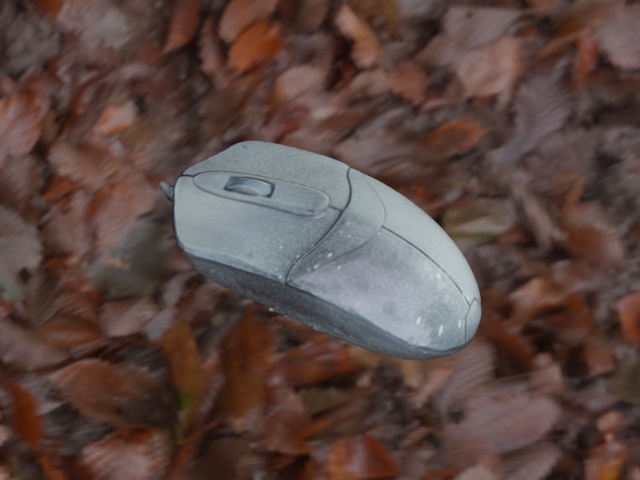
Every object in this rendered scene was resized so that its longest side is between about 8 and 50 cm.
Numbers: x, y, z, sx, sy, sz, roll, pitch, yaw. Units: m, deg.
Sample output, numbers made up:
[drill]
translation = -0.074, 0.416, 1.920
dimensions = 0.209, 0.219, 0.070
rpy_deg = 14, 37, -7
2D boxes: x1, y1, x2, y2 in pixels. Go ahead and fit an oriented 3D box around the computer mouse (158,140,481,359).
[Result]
[computer mouse]
translation = 0.003, -0.003, 1.216
dimensions = 0.229, 0.068, 0.113
rpy_deg = 25, 49, 4
